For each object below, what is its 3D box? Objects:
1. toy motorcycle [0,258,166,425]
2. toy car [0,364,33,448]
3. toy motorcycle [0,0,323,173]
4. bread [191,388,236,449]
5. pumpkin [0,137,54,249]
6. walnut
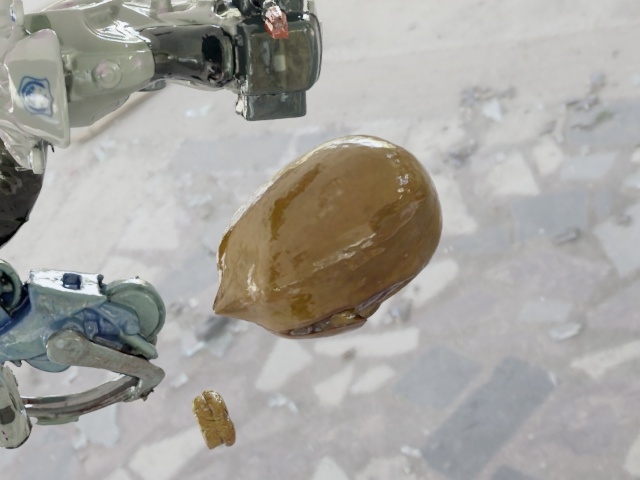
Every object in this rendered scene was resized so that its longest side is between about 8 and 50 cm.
[{"bbox_3d":[-0.384,0.155,1.747,0.182,0.319,0.241,177,102,-72],"label":"toy motorcycle"},{"bbox_3d":[-0.329,0.173,1.251,0.041,0.025,0.093,-23,60,-9],"label":"toy car"},{"bbox_3d":[-0.100,-0.099,0.657,0.221,0.102,0.150,-7,22,-11],"label":"toy motorcycle"},{"bbox_3d":[-0.144,0.242,1.620,0.046,0.083,0.081,-23,-7,-11],"label":"bread"},{"bbox_3d":[-0.513,-0.109,1.606,0.295,0.296,0.296,-17,39,15],"label":"pumpkin"},{"bbox_3d":[0.000,0.000,1.355,0.297,0.203,0.203,-29,36,-17],"label":"walnut"}]
